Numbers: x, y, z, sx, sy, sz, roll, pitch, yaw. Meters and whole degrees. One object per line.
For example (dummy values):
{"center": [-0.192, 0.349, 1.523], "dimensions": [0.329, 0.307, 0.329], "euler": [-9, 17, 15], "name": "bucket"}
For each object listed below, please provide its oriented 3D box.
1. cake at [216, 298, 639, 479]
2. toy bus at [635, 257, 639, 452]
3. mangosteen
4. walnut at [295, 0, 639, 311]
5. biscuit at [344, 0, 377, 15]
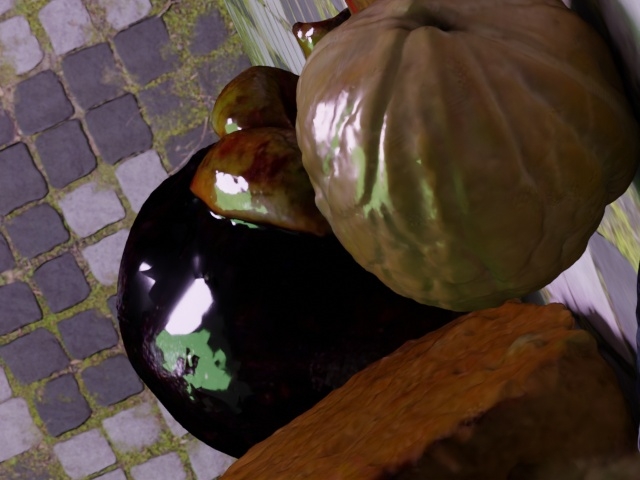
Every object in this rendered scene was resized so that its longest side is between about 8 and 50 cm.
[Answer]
{"center": [0.090, 0.193, 0.860], "dimensions": [0.293, 0.198, 0.196], "euler": [58, 171, -7], "name": "cake"}
{"center": [0.104, 0.031, 0.418], "dimensions": [0.072, 0.057, 0.172], "euler": [54, 173, 26], "name": "toy bus"}
{"center": [0.000, 0.000, 1.030], "dimensions": [0.211, 0.211, 0.250], "euler": [-121, 38, -69], "name": "mangosteen"}
{"center": [0.044, -0.029, 0.595], "dimensions": [0.124, 0.105, 0.105], "euler": [68, 176, -62], "name": "walnut"}
{"center": [0.015, -0.143, 0.739], "dimensions": [0.273, 0.049, 0.257], "euler": [64, 178, -22], "name": "biscuit"}
